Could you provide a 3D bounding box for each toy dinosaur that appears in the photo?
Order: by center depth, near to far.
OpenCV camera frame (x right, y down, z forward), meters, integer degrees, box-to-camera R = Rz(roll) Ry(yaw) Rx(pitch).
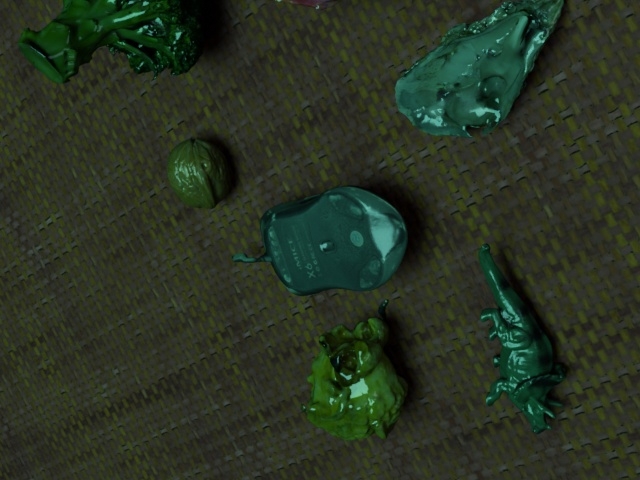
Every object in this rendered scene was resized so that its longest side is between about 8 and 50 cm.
[{"bbox_3d":[0.270,0.146,1.821,0.120,0.079,0.292,-26,93,34],"label":"toy dinosaur"}]

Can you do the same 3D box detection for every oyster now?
[{"bbox_3d":[0.207,-0.240,1.715,0.199,0.087,0.252,21,126,18],"label":"oyster"}]

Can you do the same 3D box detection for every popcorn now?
[{"bbox_3d":[0.051,0.212,1.971,0.168,0.173,0.195,23,131,53],"label":"popcorn"}]

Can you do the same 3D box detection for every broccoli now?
[{"bbox_3d":[-0.321,-0.353,1.950,0.297,0.297,0.297,36,161,15],"label":"broccoli"}]

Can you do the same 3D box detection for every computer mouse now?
[{"bbox_3d":[0.000,0.000,1.961,0.379,0.090,0.167,-8,101,44],"label":"computer mouse"}]

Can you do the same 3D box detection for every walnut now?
[{"bbox_3d":[-0.199,-0.108,2.061,0.105,0.105,0.125,3,119,36],"label":"walnut"}]

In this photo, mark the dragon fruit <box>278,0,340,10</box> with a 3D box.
[{"bbox_3d":[0.014,-0.465,1.724,0.290,0.189,0.291,17,124,27],"label":"dragon fruit"}]
